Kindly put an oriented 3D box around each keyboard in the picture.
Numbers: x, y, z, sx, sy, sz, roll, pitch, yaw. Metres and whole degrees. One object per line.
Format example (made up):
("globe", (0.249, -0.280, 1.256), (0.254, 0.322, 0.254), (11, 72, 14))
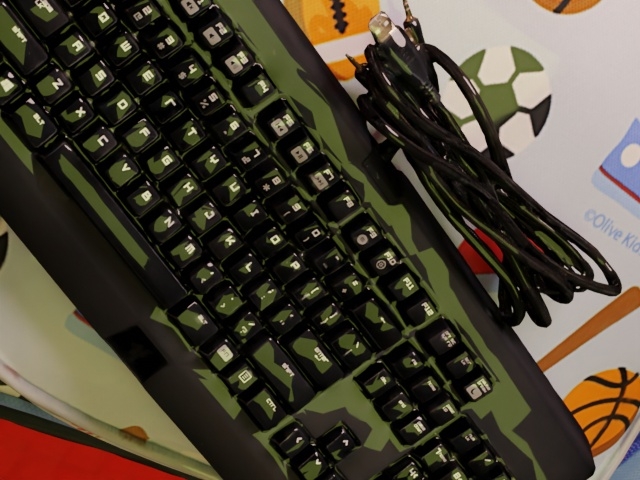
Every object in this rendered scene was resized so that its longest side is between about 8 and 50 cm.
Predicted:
("keyboard", (0.000, 0.000, 0.412), (0.100, 0.038, 0.192), (-39, 118, -2))

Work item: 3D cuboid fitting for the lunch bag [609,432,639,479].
("lunch bag", (0.170, 0.118, 0.722), (0.221, 0.138, 0.293), (10, 122, -48))

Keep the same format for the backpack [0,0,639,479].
("backpack", (0.001, -0.058, 0.526), (0.276, 0.213, 0.263), (25, 94, -35))
